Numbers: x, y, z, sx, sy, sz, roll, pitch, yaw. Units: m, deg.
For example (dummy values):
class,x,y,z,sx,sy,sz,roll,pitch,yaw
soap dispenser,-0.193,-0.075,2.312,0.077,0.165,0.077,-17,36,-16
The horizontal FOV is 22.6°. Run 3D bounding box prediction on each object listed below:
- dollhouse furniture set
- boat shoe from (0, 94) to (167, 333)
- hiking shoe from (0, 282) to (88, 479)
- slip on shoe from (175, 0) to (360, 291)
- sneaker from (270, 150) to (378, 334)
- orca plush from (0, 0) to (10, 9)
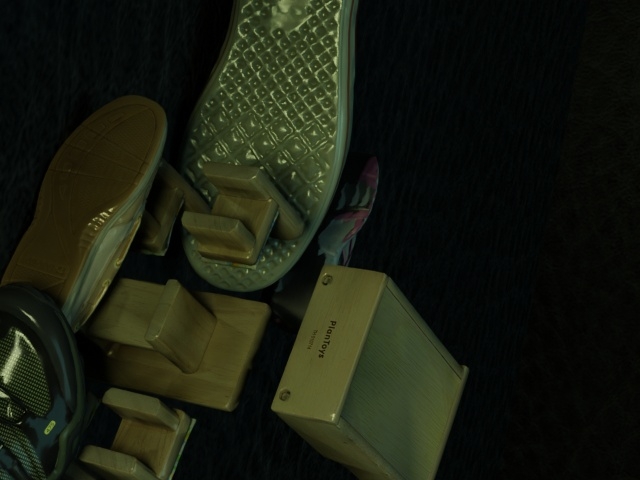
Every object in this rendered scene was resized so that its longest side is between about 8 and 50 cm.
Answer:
class,x,y,z,sx,sy,sz,roll,pitch,yaw
dollhouse furniture set,-0.050,0.082,1.048,0.161,0.242,0.212,50,55,-53
boat shoe,-0.145,-0.011,1.006,0.170,0.063,0.059,-61,162,-13
hiking shoe,-0.201,0.135,0.902,0.114,0.086,0.227,10,95,-76
slip on shoe,-0.028,-0.123,1.187,0.101,0.123,0.331,-40,141,-80
sneaker,0.000,0.000,1.461,0.077,0.072,0.178,56,58,-82
orca plush,-0.195,-0.186,0.676,0.151,0.102,0.287,-2,118,-43
